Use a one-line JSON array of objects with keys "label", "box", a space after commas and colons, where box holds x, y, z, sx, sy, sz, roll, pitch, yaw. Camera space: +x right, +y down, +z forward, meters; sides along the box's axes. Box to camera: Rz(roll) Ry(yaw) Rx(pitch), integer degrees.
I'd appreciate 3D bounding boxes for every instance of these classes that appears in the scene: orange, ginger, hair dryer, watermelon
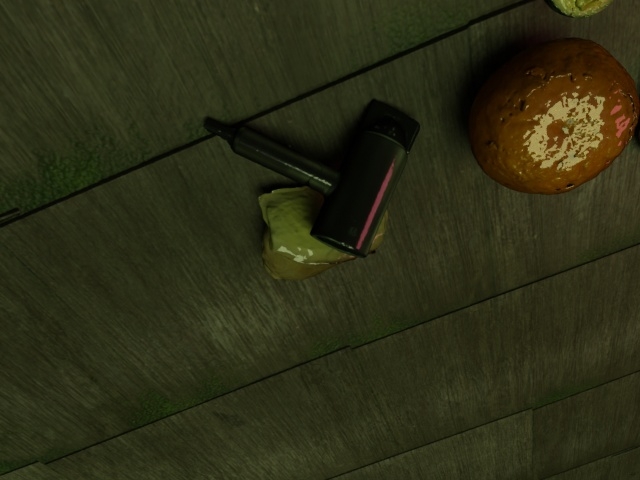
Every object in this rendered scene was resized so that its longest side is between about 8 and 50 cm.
[{"label": "orange", "box": [0.281, -0.151, 0.621, 0.194, 0.161, 0.193, 0, 124, 0]}, {"label": "ginger", "box": [0.004, -0.001, 0.720, 0.193, 0.115, 0.122, -5, 151, -21]}, {"label": "hair dryer", "box": [-0.017, -0.115, 0.622, 0.248, 0.078, 0.195, 24, 83, -9]}, {"label": "watermelon", "box": [0.285, -0.304, 0.557, 0.106, 0.062, 0.105, -5, 111, -13]}]

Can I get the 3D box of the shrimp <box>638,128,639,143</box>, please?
[{"label": "shrimp", "box": [0.510, -0.197, 0.722, 0.099, 0.041, 0.180, -28, 129, 6]}]
